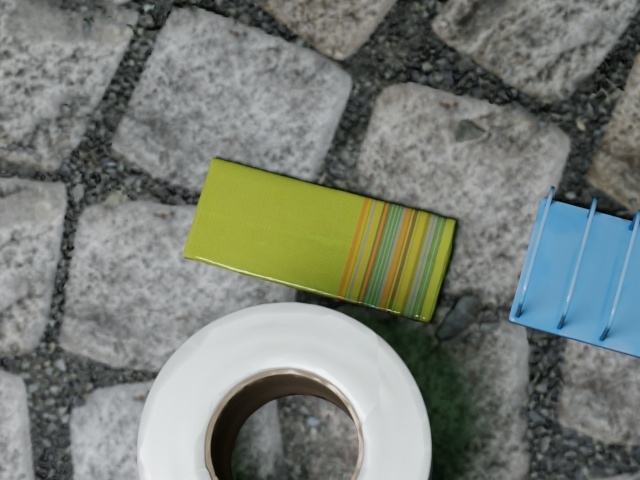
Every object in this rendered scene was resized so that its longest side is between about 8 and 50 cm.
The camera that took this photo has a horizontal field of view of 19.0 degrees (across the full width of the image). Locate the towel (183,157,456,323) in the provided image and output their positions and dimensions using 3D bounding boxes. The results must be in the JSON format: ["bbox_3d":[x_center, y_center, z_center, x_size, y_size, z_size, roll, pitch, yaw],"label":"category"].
[{"bbox_3d":[0.000,0.000,1.753,0.237,0.021,0.102,15,75,7],"label":"towel"}]

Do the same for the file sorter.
[{"bbox_3d":[0.264,0.030,1.686,0.170,0.104,0.118,15,80,7],"label":"file sorter"}]

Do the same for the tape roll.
[{"bbox_3d":[-0.025,0.184,1.642,0.246,0.169,0.246,-1,80,3],"label":"tape roll"}]
